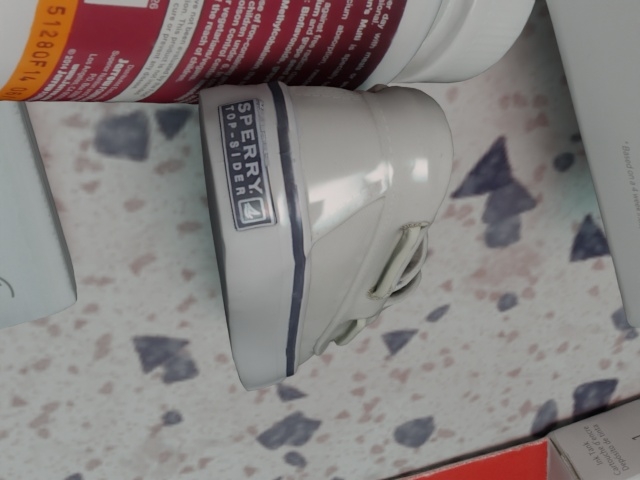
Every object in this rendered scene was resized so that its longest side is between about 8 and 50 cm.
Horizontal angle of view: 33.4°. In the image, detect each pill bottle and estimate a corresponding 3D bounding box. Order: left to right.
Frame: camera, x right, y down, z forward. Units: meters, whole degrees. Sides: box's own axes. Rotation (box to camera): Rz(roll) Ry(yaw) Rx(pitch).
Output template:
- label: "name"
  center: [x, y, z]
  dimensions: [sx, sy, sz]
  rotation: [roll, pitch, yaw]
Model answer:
- label: "pill bottle"
  center: [-0.031, -0.109, 0.386]
  dimensions: [0.221, 0.121, 0.121]
  rotation: [-4, 128, -36]

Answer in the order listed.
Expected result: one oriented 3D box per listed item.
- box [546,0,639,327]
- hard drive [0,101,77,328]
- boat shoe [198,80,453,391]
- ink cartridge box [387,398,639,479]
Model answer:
- label: "box"
  center: [0.293, -0.057, 0.406]
  dimensions: [0.168, 0.345, 0.215]
  rotation: [-53, 137, -29]
- label: "hard drive"
  center: [-0.245, -0.089, 0.392]
  dimensions: [0.233, 0.047, 0.353]
  rotation: [-14, 129, -10]
- label: "boat shoe"
  center: [0.000, 0.000, 0.446]
  dimensions: [0.088, 0.096, 0.267]
  rotation: [-8, 162, -5]
- label: "ink cartridge box"
  center: [0.183, 0.256, 0.792]
  dimensions: [0.261, 0.066, 0.296]
  rotation: [-17, 129, -9]
